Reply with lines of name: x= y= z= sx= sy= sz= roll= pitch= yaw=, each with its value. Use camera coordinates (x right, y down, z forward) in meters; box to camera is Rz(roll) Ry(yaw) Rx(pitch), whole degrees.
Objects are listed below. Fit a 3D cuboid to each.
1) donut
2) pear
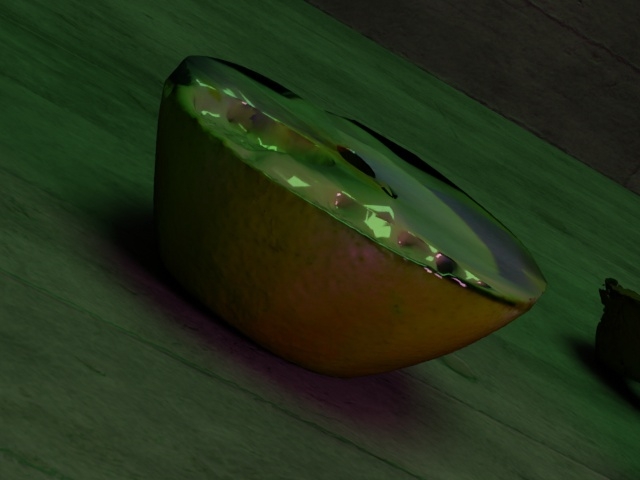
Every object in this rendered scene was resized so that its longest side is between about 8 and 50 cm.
donut: x=0.464 y=0.141 z=2.089 sx=0.272 sy=0.107 sz=0.272 roll=19 pitch=8 yaw=-3
pear: x=-0.001 y=0.004 z=1.541 sx=0.399 sy=0.165 sz=0.399 roll=30 pitch=15 yaw=-9
